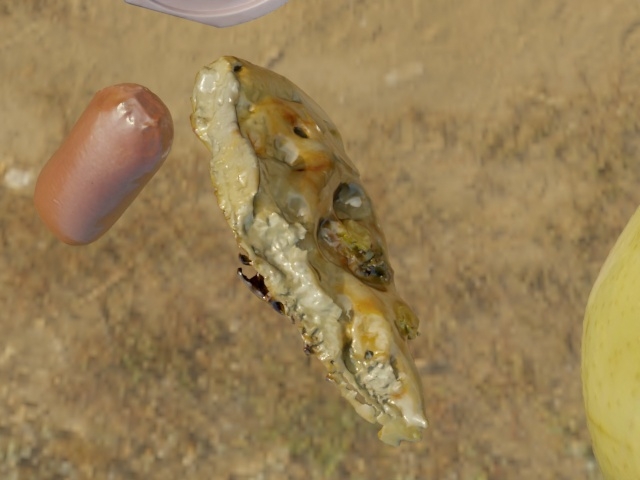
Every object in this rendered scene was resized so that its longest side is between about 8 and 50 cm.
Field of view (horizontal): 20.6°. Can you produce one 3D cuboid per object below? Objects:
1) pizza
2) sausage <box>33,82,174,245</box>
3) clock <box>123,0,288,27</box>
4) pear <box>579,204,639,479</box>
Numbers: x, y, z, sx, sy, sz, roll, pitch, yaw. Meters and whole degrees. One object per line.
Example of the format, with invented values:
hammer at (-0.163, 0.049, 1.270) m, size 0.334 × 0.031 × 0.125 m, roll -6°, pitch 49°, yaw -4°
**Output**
pizza at (0.000, 0.000, 1.185) m, size 0.071 × 0.297 × 0.189 m, roll -29°, pitch 146°, yaw 17°
sausage at (-0.173, -0.059, 1.386) m, size 0.077 × 0.077 × 0.194 m, roll 22°, pitch 143°, yaw -19°
clock at (-0.079, -0.252, 1.248) m, size 0.197 × 0.068 × 0.196 m, roll -11°, pitch 127°, yaw -15°
pear at (0.286, 0.057, 0.860) m, size 0.309 × 0.309 × 0.309 m, roll 0°, pitch 133°, yaw 0°
